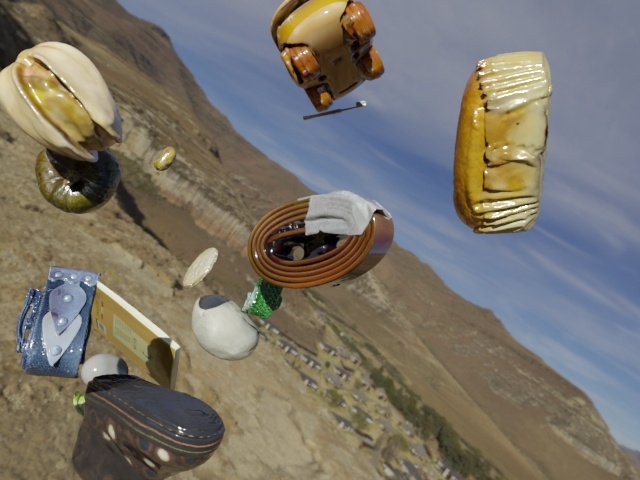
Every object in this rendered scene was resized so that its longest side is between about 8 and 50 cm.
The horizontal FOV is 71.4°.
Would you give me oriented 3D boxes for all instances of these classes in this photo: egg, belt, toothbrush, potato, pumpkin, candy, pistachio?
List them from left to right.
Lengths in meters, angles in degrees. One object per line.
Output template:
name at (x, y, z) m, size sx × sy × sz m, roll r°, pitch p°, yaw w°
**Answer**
belt at (-0.523, 0.165, 0.878) m, size 0.129 × 0.122 × 0.218 m, roll 12°, pitch 42°, yaw -27°
pistachio at (-0.612, -0.328, 1.056) m, size 0.321 × 0.229 × 0.238 m, roll 48°, pitch -1°, yaw 13°
pumpkin at (-0.691, -0.179, 1.255) m, size 0.219 × 0.219 × 0.162 m, roll 37°, pitch 2°, yaw -16°
egg at (-0.621, 0.379, 1.287) m, size 0.103 × 0.103 × 0.135 m, roll 37°, pitch 3°, yaw 35°
potato at (-0.503, -0.262, 1.449) m, size 0.045 × 0.092 × 0.046 m, roll 28°, pitch -13°, yaw 20°
candy at (-0.341, 0.307, 1.555) m, size 0.296 × 0.185 × 0.295 m, roll 37°, pitch -18°, yaw 14°
belt at (-0.150, 0.160, 1.294) m, size 0.079 × 0.151 × 0.121 m, roll 24°, pitch 15°, yaw -16°
belt at (0.000, 0.000, 1.043) m, size 0.122 × 0.339 × 0.217 m, roll 11°, pitch 67°, yaw -63°
toothbrush at (0.039, -0.367, 1.264) m, size 0.195 × 0.017 × 0.014 m, roll -8°, pitch 4°, yaw 25°

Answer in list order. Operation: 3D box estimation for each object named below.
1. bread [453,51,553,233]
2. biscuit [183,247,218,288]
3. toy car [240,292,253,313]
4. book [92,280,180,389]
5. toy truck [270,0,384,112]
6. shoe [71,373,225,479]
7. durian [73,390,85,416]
bread at (0.394, -0.204, 0.971) m, size 0.183 × 0.388 × 0.236 m, roll 5°, pitch 15°, yaw 26°
biscuit at (-0.358, 0.080, 1.321) m, size 0.020 × 0.152 × 0.152 m, roll 43°, pitch -3°, yaw -28°
toy car at (-0.210, 0.201, 1.456) m, size 0.055 × 0.069 × 0.142 m, roll 32°, pitch -32°, yaw -23°
book at (-0.625, 0.323, 1.488) m, size 0.389 × 0.268 × 0.032 m, roll 34°, pitch 41°, yaw 14°
toy truck at (0.014, -0.440, 1.020) m, size 0.211 × 0.204 × 0.288 m, roll 63°, pitch 10°, yaw 23°
shoe at (-0.384, 0.447, 0.964) m, size 0.384 × 0.237 × 0.171 m, roll 6°, pitch -4°, yaw 31°
durian at (-0.638, 0.590, 1.469) m, size 0.375 × 0.106 × 0.132 m, roll 34°, pitch 22°, yaw -11°
